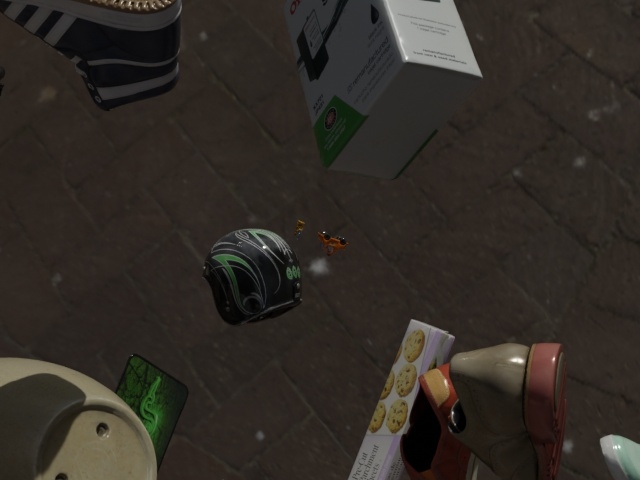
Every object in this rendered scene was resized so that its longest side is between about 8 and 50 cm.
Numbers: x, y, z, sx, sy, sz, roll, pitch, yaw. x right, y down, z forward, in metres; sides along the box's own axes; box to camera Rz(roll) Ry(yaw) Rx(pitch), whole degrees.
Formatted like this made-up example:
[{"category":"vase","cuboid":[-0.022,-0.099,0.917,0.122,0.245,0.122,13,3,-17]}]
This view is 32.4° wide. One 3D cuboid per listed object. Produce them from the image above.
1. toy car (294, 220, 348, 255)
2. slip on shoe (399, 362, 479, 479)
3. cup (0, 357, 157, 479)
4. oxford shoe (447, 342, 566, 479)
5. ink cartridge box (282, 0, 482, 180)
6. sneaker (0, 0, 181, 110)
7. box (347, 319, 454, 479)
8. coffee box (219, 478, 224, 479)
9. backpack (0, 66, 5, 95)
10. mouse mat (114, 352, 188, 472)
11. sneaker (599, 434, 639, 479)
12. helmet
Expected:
[{"category":"toy car","cuboid":[0.000,0.000,2.061,0.122,0.060,0.040,24,96,57]},{"category":"slip on shoe","cuboid":[0.149,0.283,1.447,0.101,0.331,0.123,-6,42,-17]},{"category":"cup","cuboid":[-0.336,0.290,1.353,0.237,0.331,0.331,-19,50,43]},{"category":"oxford shoe","cuboid":[0.217,0.212,1.287,0.130,0.348,0.123,6,55,16]},{"category":"ink cartridge box","cuboid":[0.049,-0.185,1.021,0.153,0.087,0.208,-51,42,43]},{"category":"sneaker","cuboid":[-0.274,-0.234,1.170,0.282,0.153,0.099,18,54,13]},{"category":"box","cuboid":[0.130,0.293,1.832,0.067,0.063,0.324,21,88,31]},{"category":"coffee box","cuboid":[-0.054,0.333,0.887,0.246,0.098,0.141,40,38,22]},{"category":"backpack","cuboid":[-0.312,-0.090,0.691,0.173,0.117,0.158,-15,26,41]},{"category":"mouse mat","cuboid":[-0.293,0.297,1.800,0.007,0.152,0.189,1,62,39]},{"category":"sneaker","cuboid":[0.511,0.311,1.528,0.151,0.256,0.094,-42,29,30]},{"category":"helmet","cuboid":[-0.119,0.057,1.914,0.169,0.169,0.161,-24,81,8]}]
